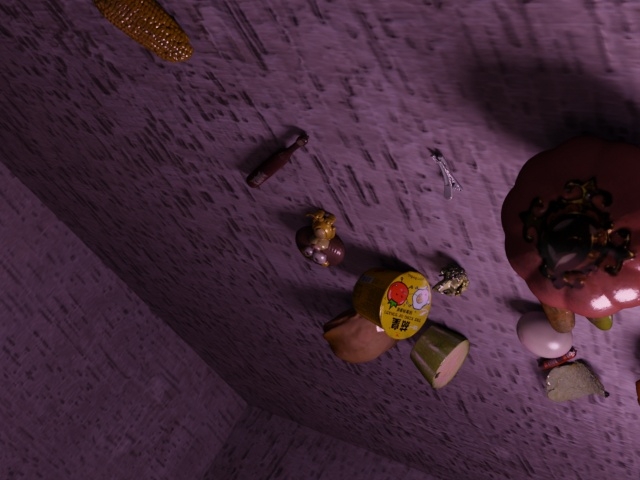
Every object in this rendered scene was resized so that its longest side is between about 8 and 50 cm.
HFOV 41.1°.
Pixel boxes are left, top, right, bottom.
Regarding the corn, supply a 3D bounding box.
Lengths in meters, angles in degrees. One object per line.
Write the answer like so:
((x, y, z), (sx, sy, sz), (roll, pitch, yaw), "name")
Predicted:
((-0.378, -0.470, 1.795), (0.261, 0.097, 0.097), (37, 157, -21), "corn")

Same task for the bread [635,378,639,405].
((0.813, 0.344, 1.839), (0.269, 0.148, 0.270), (27, 155, 13), "bread")

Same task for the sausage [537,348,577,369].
((0.604, 0.304, 2.177), (0.028, 0.025, 0.198), (50, 158, 9), "sausage")

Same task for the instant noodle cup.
((0.179, 0.153, 2.243), (0.144, 0.182, 0.182), (19, 155, 50), "instant noodle cup")

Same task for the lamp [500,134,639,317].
((0.461, -0.025, 1.438), (0.305, 0.239, 0.306), (6, 101, 34), "lamp")

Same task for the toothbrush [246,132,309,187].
((-0.108, -0.192, 2.072), (0.041, 0.041, 0.364), (37, 156, -11), "toothbrush")

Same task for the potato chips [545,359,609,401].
((0.671, 0.375, 2.199), (0.167, 0.059, 0.228), (31, 152, -13), "potato chips")

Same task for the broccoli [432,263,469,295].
((0.314, 0.100, 2.059), (0.095, 0.092, 0.097), (57, 167, -21), "broccoli")

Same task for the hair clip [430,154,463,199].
((0.255, -0.130, 1.745), (0.030, 0.039, 0.115), (4, 142, 38), "hair clip")

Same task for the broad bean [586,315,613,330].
((0.562, 0.101, 1.776), (0.075, 0.067, 0.325), (6, 148, 30), "broad bean")

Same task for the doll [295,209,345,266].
((-0.008, -0.004, 2.257), (0.145, 0.096, 0.188), (8, 138, 30), "doll")

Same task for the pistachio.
((0.140, 0.279, 2.556), (0.212, 0.163, 0.260), (23, 151, -34), "pistachio")

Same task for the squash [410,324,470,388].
((0.330, 0.319, 2.394), (0.122, 0.170, 0.170), (37, 160, 22), "squash")

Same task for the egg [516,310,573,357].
((0.527, 0.221, 2.010), (0.135, 0.103, 0.103), (24, 156, 20), "egg")

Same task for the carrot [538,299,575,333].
((0.486, 0.086, 1.852), (0.070, 0.070, 0.342), (8, 144, 44), "carrot")
